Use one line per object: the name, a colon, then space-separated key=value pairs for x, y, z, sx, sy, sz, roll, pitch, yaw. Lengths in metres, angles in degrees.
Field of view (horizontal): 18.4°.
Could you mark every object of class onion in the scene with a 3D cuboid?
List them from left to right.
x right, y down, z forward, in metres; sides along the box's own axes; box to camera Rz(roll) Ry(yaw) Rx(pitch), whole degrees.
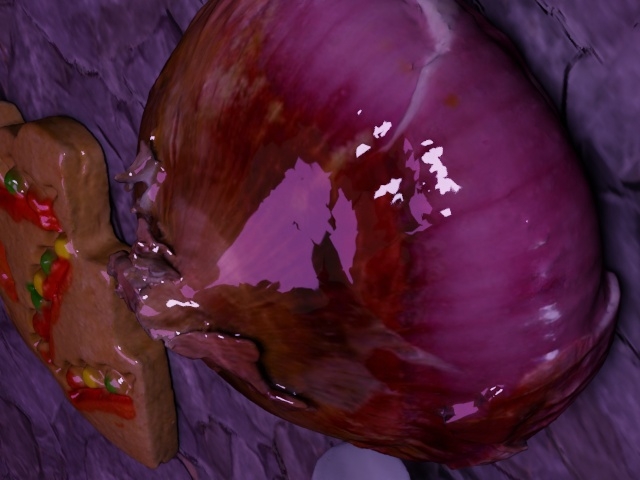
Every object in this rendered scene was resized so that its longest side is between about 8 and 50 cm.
onion: x=0.000 y=0.000 z=0.771 sx=0.230 sy=0.163 sz=0.230 roll=28 pitch=132 yaw=35

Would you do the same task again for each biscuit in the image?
biscuit: x=-0.152 y=0.029 z=1.164 sx=0.239 sy=0.041 sz=0.212 roll=63 pitch=149 yaw=1

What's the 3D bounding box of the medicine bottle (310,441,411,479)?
medicine bottle: x=-0.009 y=0.217 z=1.014 sx=0.110 sy=0.110 sz=0.352 roll=48 pitch=148 yaw=25
